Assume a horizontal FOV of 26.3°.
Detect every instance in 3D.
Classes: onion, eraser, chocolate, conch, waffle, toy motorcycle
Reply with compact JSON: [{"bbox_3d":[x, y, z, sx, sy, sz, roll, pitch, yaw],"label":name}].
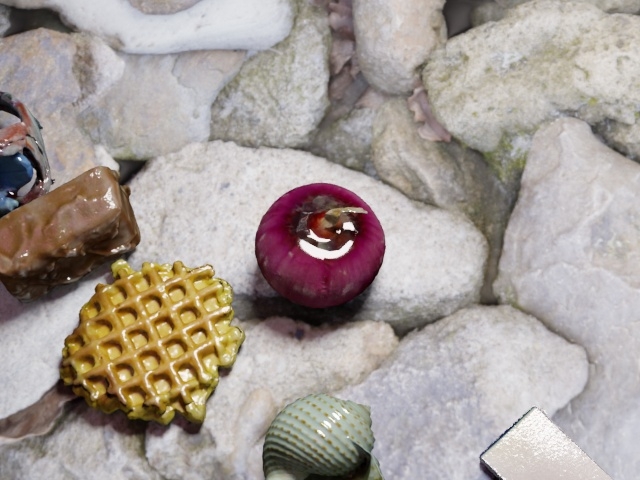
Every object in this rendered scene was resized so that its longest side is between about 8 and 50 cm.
[{"bbox_3d":[-0.001,0.006,1.848,0.177,0.153,0.177,-8,66,17],"label":"onion"},{"bbox_3d":[0.290,0.293,1.736,0.104,0.023,0.150,-40,66,-12],"label":"eraser"},{"bbox_3d":[-0.348,-0.002,1.897,0.214,0.148,0.093,-28,69,-5],"label":"chocolate"},{"bbox_3d":[-0.002,0.287,1.719,0.172,0.131,0.200,46,106,0],"label":"conch"},{"bbox_3d":[-0.225,0.134,1.868,0.243,0.059,0.238,11,62,9],"label":"waffle"},{"bbox_3d":[-0.518,-0.109,1.973,0.319,0.182,0.241,22,30,38],"label":"toy motorcycle"}]
